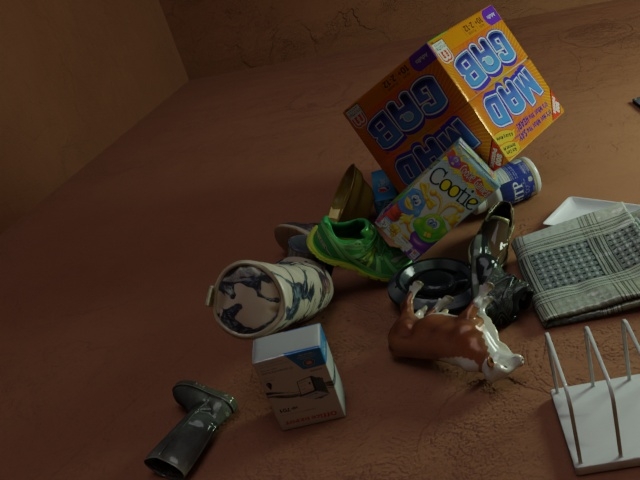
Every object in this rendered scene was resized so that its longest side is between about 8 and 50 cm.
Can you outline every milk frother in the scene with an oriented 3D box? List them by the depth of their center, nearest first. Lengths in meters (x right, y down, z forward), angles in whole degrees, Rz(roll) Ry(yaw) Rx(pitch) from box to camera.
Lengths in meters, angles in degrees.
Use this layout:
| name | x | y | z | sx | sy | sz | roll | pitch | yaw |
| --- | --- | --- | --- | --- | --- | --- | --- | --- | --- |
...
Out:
| name | x | y | z | sx | sy | sz | roll | pitch | yaw |
| --- | --- | --- | --- | --- | --- | --- | --- | --- | --- |
| milk frother | -0.028 | 0.051 | 1.958 | 0.129 | 0.135 | 0.143 | 9 | 31 | -4 |

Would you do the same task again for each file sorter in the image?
| name | x | y | z | sx | sy | sz | roll | pitch | yaw |
| --- | --- | --- | --- | --- | --- | --- | --- | --- | --- |
| file sorter | 0.532 | 0.236 | 1.252 | 0.277 | 0.173 | 0.193 | -12 | 29 | 10 |

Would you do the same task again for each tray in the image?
| name | x | y | z | sx | sy | sz | roll | pitch | yaw |
| --- | --- | --- | --- | --- | --- | --- | --- | --- | --- |
| tray | 0.690 | -0.046 | 1.822 | 0.270 | 0.030 | 0.145 | 13 | 41 | 44 |

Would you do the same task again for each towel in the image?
| name | x | y | z | sx | sy | sz | roll | pitch | yaw |
| --- | --- | --- | --- | --- | --- | --- | --- | --- | --- |
| towel | 0.603 | 0.042 | 1.651 | 0.324 | 0.056 | 0.312 | -16 | 32 | 11 |

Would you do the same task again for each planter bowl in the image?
| name | x | y | z | sx | sy | sz | roll | pitch | yaw |
| --- | --- | --- | --- | --- | --- | --- | --- | --- | --- |
| planter bowl | 0.095 | -0.104 | 2.170 | 0.090 | 0.217 | 0.217 | 20 | 27 | -11 |

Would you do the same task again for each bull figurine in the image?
| name | x | y | z | sx | sy | sz | roll | pitch | yaw |
| --- | --- | --- | --- | --- | --- | --- | --- | --- | --- |
| bull figurine | 0.273 | 0.183 | 1.541 | 0.310 | 0.101 | 0.188 | 2 | 57 | 42 |

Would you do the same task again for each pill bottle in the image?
| name | x | y | z | sx | sy | sz | roll | pitch | yaw |
| --- | --- | --- | --- | --- | --- | --- | --- | --- | --- |
| pill bottle | 0.483 | -0.141 | 2.031 | 0.186 | 0.112 | 0.112 | -23 | 28 | -8 |

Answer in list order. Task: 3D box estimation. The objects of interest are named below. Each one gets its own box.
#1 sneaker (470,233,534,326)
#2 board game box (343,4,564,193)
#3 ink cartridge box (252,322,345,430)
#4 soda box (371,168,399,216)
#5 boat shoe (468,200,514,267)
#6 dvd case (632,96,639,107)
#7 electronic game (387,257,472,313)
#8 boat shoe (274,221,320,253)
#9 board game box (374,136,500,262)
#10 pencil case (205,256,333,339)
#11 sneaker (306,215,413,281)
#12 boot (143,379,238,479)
| name | x | y | z | sx | sy | sz | roll | pitch | yaw |
| --- | --- | --- | --- | --- | --- | --- | --- | --- | --- |
| sneaker | 0.393 | 0.086 | 1.661 | 0.130 | 0.087 | 0.228 | -4 | 52 | 7 |
| board game box | 0.361 | -0.352 | 2.067 | 0.356 | 0.356 | 0.356 | -38 | 4 | -41 |
| ink cartridge box | -0.040 | 0.273 | 1.506 | 0.139 | 0.191 | 0.082 | -15 | 29 | 7 |
| soda box | 0.195 | -0.141 | 2.250 | 0.071 | 0.067 | 0.210 | -14 | 28 | 9 |
| boat shoe | 0.417 | -0.017 | 1.829 | 0.095 | 0.095 | 0.257 | 14 | 34 | 13 |
| dvd case | 1.087 | -0.430 | 2.294 | 0.221 | 0.018 | 0.164 | -15 | 28 | 5 |
| electronic game | 0.271 | 0.105 | 1.776 | 0.229 | 0.048 | 0.229 | -7 | 27 | 4 |
| boat shoe | 0.000 | 0.000 | 2.085 | 0.285 | 0.103 | 0.092 | 11 | 34 | 37 |
| board game box | 0.285 | -0.101 | 1.842 | 0.275 | 0.142 | 0.144 | -43 | 2 | 18 |
| pencil case | -0.105 | 0.118 | 1.683 | 0.183 | 0.160 | 0.410 | -2 | 0 | 15 |
| sneaker | 0.116 | 0.017 | 1.858 | 0.295 | 0.124 | 0.109 | 14 | 32 | -19 |
| boot | -0.293 | 0.394 | 1.583 | 0.189 | 0.076 | 0.208 | 2 | 40 | 37 |
